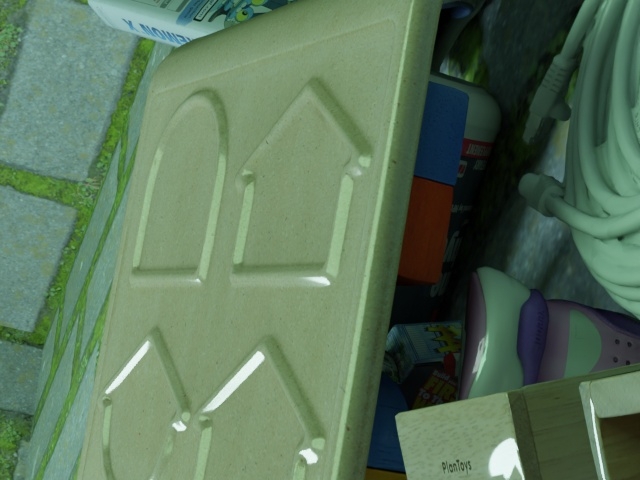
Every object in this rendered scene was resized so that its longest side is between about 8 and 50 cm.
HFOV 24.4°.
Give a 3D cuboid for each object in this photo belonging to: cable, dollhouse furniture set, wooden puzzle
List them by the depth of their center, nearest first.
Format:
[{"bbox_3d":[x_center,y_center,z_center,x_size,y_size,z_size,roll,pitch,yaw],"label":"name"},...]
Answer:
[{"bbox_3d":[0.164,0.213,0.517,0.303,0.173,0.356,147,112,-69],"label":"dollhouse furniture set"},{"bbox_3d":[0.191,-0.082,0.622,0.257,0.089,0.257,-104,35,-64],"label":"cable"},{"bbox_3d":[-0.032,0.039,0.771,0.322,0.080,0.348,-3,71,62],"label":"wooden puzzle"}]

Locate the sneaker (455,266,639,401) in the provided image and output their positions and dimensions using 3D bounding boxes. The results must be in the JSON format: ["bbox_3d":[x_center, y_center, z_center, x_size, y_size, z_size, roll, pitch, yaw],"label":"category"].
[{"bbox_3d":[0.117,0.097,0.735,0.236,0.104,0.095,86,-172,-62],"label":"sneaker"}]

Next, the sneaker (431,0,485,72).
[{"bbox_3d":[0.098,-0.238,1.131,0.129,0.111,0.297,44,123,53],"label":"sneaker"}]

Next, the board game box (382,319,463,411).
[{"bbox_3d":[0.021,0.115,0.936,0.194,0.194,0.060,-56,21,14],"label":"board game box"}]

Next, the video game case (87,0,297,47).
[{"bbox_3d":[0.025,-0.248,1.000,0.329,0.036,0.300,-50,37,-13],"label":"video game case"}]

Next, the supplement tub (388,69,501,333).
[{"bbox_3d":[0.000,0.000,1.034,0.191,0.191,0.272,-131,57,-72],"label":"supplement tub"}]
